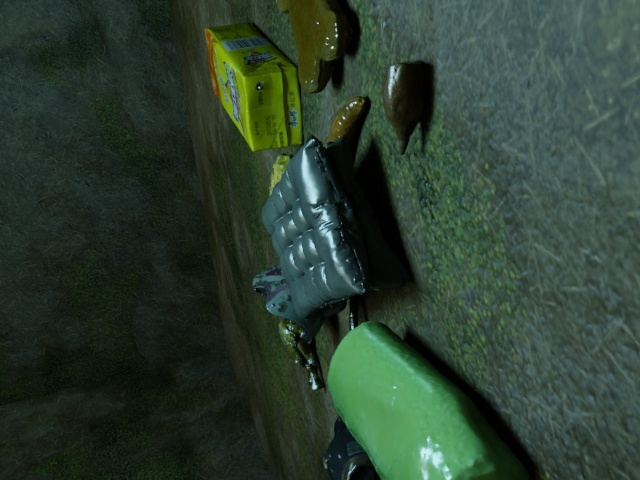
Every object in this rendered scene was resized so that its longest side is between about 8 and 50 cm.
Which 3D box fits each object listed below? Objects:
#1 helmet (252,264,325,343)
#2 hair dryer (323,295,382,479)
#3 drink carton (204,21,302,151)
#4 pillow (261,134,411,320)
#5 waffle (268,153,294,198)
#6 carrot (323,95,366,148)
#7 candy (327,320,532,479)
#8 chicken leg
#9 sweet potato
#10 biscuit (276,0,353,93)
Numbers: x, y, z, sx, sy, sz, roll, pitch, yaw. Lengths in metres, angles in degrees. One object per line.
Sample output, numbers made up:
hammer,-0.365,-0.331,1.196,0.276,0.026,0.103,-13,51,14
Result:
helmet,-0.048,0.105,1.364,0.153,0.107,0.177,41,-176,-37
hair dryer,0.062,0.248,1.198,0.304,0.120,0.359,-108,18,-86
drink carton,-0.139,-0.319,1.394,0.351,0.111,0.154,-125,26,-53
pillow,0.000,0.000,1.052,0.228,0.101,0.326,70,158,9
waffle,-0.056,-0.047,1.419,0.254,0.052,0.245,115,139,-66
carrot,0.033,-0.155,1.018,0.191,0.047,0.047,117,139,-59
candy,0.120,0.222,0.851,0.142,0.132,0.343,-56,28,5
chicken leg,-0.040,0.256,1.568,0.093,0.070,0.178,53,-165,-83
sweet potato,0.093,-0.148,0.778,0.049,0.049,0.117,-123,25,-53
biscuit,-0.017,-0.381,1.004,0.197,0.049,0.301,-36,68,64
